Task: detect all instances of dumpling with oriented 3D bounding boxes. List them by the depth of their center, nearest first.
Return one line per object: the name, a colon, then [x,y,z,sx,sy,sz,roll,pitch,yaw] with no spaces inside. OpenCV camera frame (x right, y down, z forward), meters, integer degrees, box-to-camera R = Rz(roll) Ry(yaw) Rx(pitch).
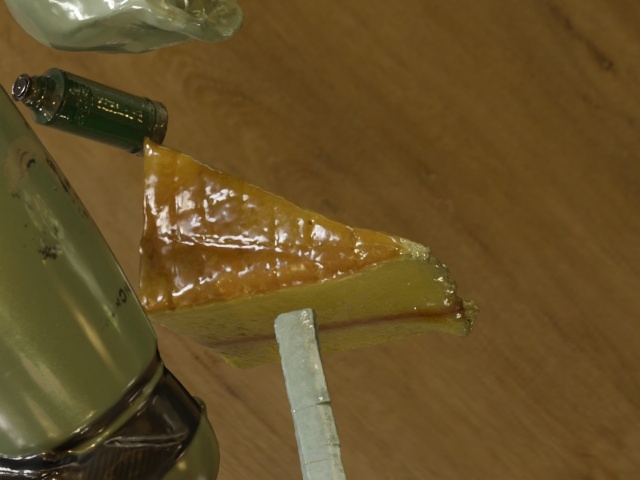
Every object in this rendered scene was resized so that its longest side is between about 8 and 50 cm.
dumpling: [-0.224,-0.324,1.559,0.270,0.212,0.320,-15,72,-13]

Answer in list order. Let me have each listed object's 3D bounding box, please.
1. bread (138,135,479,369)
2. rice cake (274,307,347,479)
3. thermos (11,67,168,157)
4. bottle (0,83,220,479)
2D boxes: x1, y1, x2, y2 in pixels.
bread: [0.000,0.000,1.604,0.362,0.233,0.245,-10,64,25]
rice cake: [-0.005,0.166,1.326,0.045,0.042,0.245,-11,52,-2]
thermos: [-0.274,-0.158,1.651,0.188,0.073,0.083,16,39,-43]
bottle: [-0.199,0.064,0.956,0.168,0.168,0.347,-37,106,-15]
